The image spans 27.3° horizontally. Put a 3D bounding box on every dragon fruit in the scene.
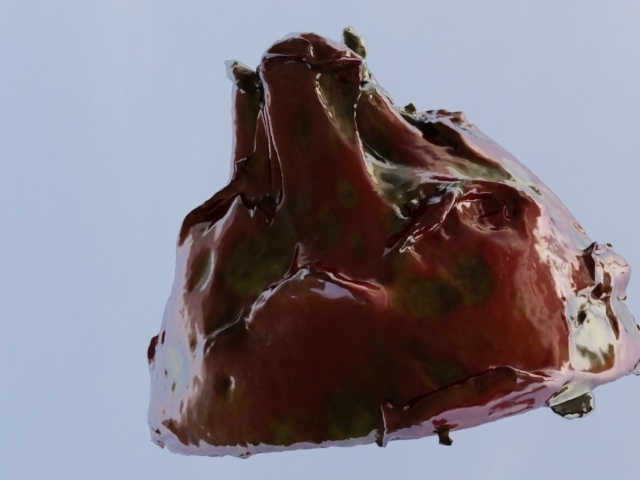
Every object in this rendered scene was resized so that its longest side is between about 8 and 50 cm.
[{"bbox_3d":[0.000,0.000,0.638,0.262,0.134,0.212,-14,-96,25],"label":"dragon fruit"}]
